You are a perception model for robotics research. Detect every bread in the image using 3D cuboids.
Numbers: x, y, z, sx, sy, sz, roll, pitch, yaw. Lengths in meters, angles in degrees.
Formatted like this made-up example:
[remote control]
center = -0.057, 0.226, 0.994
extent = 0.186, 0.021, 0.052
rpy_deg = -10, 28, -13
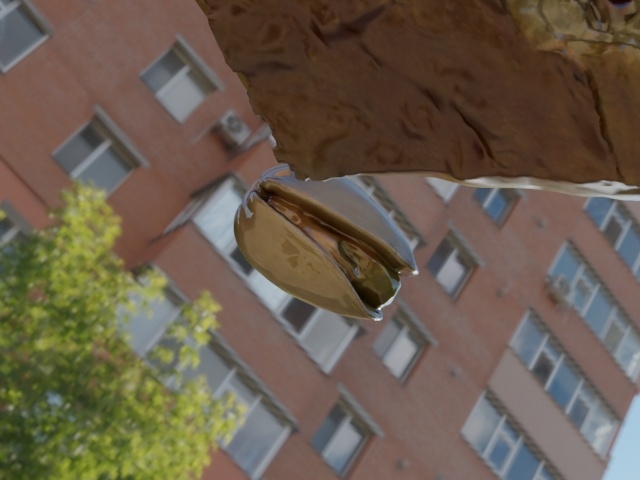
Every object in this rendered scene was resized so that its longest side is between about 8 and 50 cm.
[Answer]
[bread]
center = 0.098, -0.184, 0.738
extent = 0.370, 0.191, 0.314
rpy_deg = 2, -49, 37

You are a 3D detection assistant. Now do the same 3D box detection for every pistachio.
[pistachio]
center = 0.000, 0.000, 1.206
extent = 0.215, 0.144, 0.144
rpy_deg = 37, -37, 28
